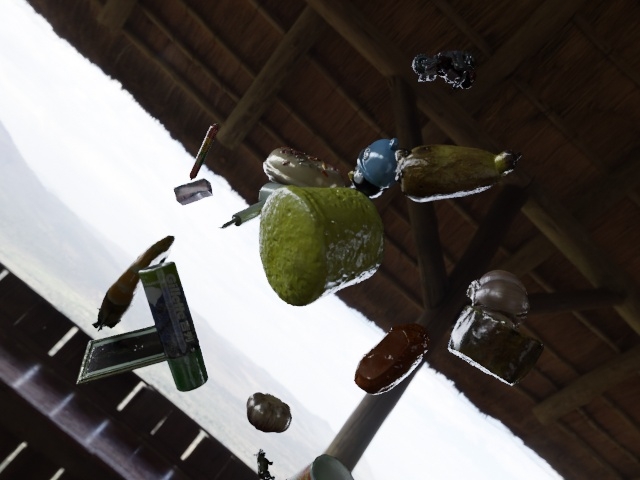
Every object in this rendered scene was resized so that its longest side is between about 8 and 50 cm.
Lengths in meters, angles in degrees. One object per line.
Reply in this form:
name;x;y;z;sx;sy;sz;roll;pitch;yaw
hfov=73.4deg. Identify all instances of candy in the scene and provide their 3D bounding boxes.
candy;-0.563;-0.216;1.899;0.092;0.160;0.073;77;-6;-81

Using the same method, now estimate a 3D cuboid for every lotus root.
lotus root;0.217;-0.110;0.691;0.191;0.108;0.094;3;-49;18
lotus root;0.375;0.230;0.974;0.138;0.119;0.235;32;-4;-3

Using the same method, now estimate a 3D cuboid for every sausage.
sausage;-0.412;-0.311;1.514;0.029;0.223;0.029;25;1;0
sausage;0.208;0.342;1.242;0.133;0.258;0.133;45;4;-4

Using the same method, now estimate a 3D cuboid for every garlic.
garlic;0.579;0.200;1.388;0.191;0.214;0.160;9;-60;15
garlic;-0.166;0.551;1.361;0.159;0.101;0.147;22;1;24

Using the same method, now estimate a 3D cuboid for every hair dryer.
hair dryer;-0.210;-0.100;1.499;0.173;0.357;0.107;16;-56;36

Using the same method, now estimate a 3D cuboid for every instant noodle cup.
instant noodle cup;-0.001;0.681;1.129;0.205;0.153;0.205;36;17;-13

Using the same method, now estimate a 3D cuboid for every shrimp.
shrimp;-0.576;0.135;1.323;0.085;0.272;0.445;39;-62;-8

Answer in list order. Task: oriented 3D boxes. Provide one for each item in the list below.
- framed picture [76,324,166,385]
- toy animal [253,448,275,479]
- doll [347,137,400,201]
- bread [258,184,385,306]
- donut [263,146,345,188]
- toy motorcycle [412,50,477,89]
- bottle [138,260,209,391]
framed picture;-0.567;0.326;1.307;0.231;0.294;0.018;-139;-140;-63
toy animal;-0.205;0.799;1.540;0.065;0.047;0.135;44;8;-25
doll;0.164;-0.208;1.383;0.141;0.177;0.314;22;-43;-13
bread;0.000;0.000;1.254;0.348;0.308;0.347;28;-55;51
donut;-0.058;-0.285;1.844;0.383;0.142;0.382;24;17;-8
toy motorcycle;0.385;-0.512;1.303;0.082;0.213;0.122;114;-35;-67
bottle;-0.373;0.221;1.106;0.093;0.093;0.329;3;-71;60
